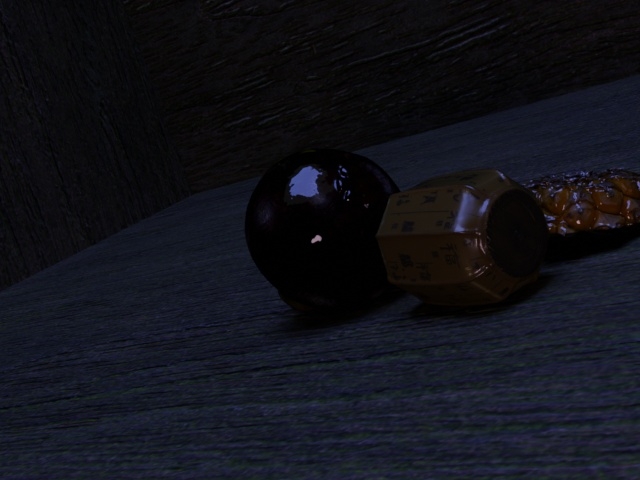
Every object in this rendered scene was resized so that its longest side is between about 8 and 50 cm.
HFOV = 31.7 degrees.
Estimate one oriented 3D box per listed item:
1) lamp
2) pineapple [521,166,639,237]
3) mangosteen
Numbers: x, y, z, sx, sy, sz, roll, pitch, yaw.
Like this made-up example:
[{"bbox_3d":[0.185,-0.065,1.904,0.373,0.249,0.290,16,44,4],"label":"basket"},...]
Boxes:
[{"bbox_3d":[0.166,-0.003,1.333,0.161,0.161,0.185,-27,13,-38],"label":"lamp"},{"bbox_3d":[0.328,-0.051,1.428,0.225,0.076,0.225,-8,8,1],"label":"pineapple"},{"bbox_3d":[0.000,0.000,1.522,0.228,0.228,0.265,-27,-20,-39],"label":"mangosteen"}]
